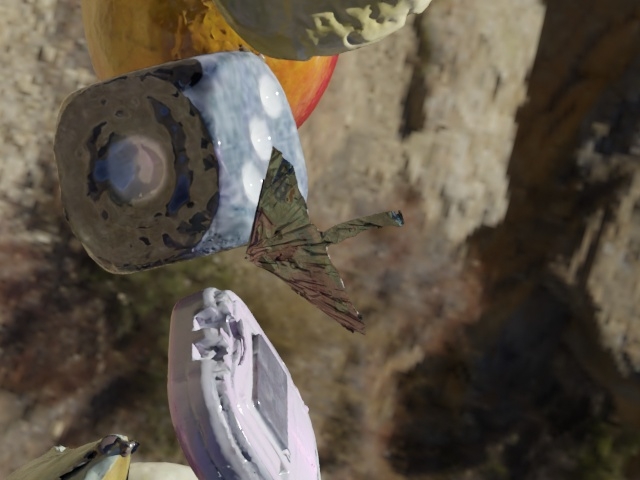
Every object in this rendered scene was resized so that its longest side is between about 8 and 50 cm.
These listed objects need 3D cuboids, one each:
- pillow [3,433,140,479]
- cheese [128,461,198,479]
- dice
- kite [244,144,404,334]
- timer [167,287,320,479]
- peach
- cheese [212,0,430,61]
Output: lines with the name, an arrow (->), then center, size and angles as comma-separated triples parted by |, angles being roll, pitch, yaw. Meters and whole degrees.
pillow -> -0.266, 0.298, 1.387 | 0.119, 0.310, 0.312 | 36, 72, -13
cheese -> -0.097, 0.414, 1.757 | 0.351, 0.129, 0.328 | 25, 57, -32
dice -> -0.130, -0.073, 1.587 | 0.183, 0.181, 0.182 | -18, 96, -63
kite -> 0.000, 0.000, 1.081 | 0.011, 0.157, 0.139 | -37, 103, -39
timer -> -0.061, 0.147, 1.399 | 0.208, 0.069, 0.191 | -93, 158, -55
peach -> -0.129, -0.280, 1.973 | 0.290, 0.372, 0.372 | 1, 108, -19
cheese -> -0.005, -0.263, 1.403 | 0.117, 0.214, 0.226 | -90, 158, -52
